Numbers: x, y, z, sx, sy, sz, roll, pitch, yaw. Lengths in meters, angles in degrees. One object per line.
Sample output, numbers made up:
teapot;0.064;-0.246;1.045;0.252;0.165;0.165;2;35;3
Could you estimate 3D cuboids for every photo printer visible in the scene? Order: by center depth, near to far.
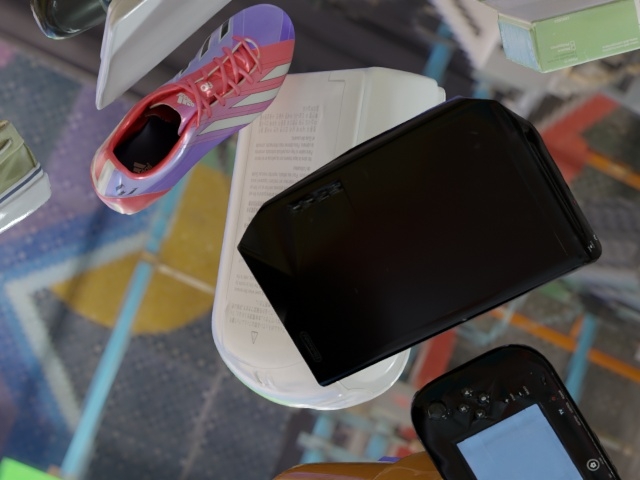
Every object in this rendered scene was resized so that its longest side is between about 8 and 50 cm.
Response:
photo printer;0.000;0.000;1.658;0.256;0.107;0.308;4;-95;62

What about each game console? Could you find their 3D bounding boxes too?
game console;0.116;0.092;1.191;0.213;0.361;0.044;-27;-170;25

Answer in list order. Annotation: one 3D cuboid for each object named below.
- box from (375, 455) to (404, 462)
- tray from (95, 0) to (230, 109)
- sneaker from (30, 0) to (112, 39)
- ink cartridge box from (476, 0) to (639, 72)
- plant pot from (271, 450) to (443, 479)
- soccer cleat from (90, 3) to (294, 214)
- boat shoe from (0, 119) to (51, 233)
box;0.059;0.271;1.557;0.072;0.126;0.137;-3;-163;38
tray;-0.099;-0.231;1.538;0.270;0.030;0.145;-44;171;-26
sneaker;-0.189;-0.317;1.990;0.283;0.107;0.124;-40;-141;-14
ink cartridge box;0.255;-0.225;1.774;0.235;0.171;0.056;-133;-152;-73
plant pot;0.045;0.249;1.357;0.188;0.205;0.205;9;-107;48
soccer cleat;-0.104;-0.122;1.565;0.248;0.083;0.095;-46;175;-20
boat shoe;-0.389;-0.015;1.744;0.109;0.094;0.302;-10;-157;42
